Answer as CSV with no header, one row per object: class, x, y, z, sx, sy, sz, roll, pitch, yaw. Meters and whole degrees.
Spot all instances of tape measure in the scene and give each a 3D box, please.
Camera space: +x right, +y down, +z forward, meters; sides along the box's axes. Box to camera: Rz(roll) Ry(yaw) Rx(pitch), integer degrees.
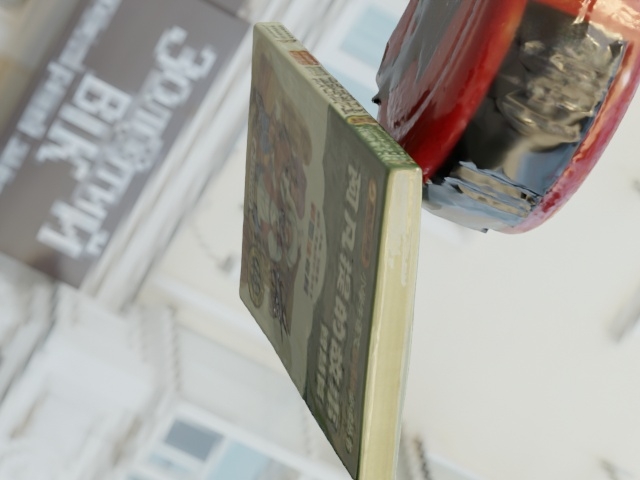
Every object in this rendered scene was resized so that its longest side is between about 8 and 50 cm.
tape measure,0.121,-0.134,1.195,0.260,0.114,0.253,-86,-160,-61

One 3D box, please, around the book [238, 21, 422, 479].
book,0.000,0.000,1.208,0.264,0.027,0.202,-127,-142,-59
